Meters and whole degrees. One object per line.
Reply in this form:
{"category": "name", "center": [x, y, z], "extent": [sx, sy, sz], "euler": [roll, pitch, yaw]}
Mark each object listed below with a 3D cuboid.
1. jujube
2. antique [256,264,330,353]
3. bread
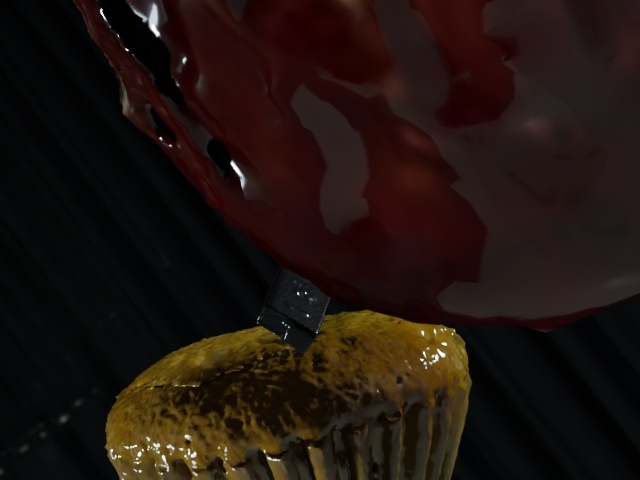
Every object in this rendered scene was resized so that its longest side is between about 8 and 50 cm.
{"category": "jujube", "center": [0.029, -0.138, 0.394], "extent": [0.258, 0.377, 0.258], "euler": [-17, 38, 14]}
{"category": "antique", "center": [0.000, 0.000, 0.715], "extent": [0.015, 0.031, 0.192], "euler": [-55, 7, 28]}
{"category": "bread", "center": [-0.016, 0.121, 0.833], "extent": [0.239, 0.139, 0.240], "euler": [-14, -1, 0]}
